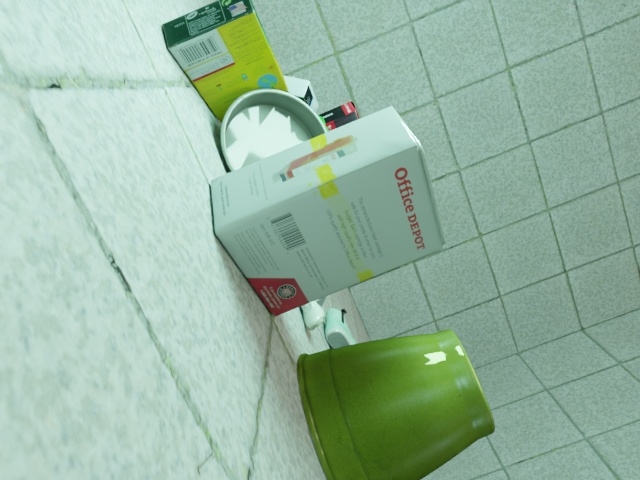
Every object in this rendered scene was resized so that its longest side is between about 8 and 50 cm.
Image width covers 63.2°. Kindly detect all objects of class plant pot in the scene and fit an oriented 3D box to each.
[{"bbox_3d":[0.180,0.371,1.166,0.366,0.352,0.367,-21,90,-85],"label":"plant pot"}]

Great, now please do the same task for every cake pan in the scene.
[{"bbox_3d":[-0.109,-0.224,1.273,0.054,0.293,0.294,-24,-93,59],"label":"cake pan"}]

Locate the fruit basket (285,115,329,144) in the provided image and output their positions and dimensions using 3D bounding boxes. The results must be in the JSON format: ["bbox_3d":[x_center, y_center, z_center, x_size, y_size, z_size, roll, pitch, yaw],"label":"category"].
[{"bbox_3d":[-0.094,-0.175,1.564,0.392,0.282,0.393,-166,-90,-70],"label":"fruit basket"}]

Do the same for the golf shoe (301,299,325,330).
[{"bbox_3d":[-0.039,0.177,1.441,0.086,0.069,0.176,44,12,-25],"label":"golf shoe"}]

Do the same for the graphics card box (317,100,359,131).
[{"bbox_3d":[-0.020,-0.297,1.794,0.094,0.370,0.233,-107,174,-51],"label":"graphics card box"}]

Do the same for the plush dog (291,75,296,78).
[{"bbox_3d":[-0.173,-0.506,1.967,0.262,0.225,0.211,41,51,-62],"label":"plush dog"}]

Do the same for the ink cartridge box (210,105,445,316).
[{"bbox_3d":[0.020,-0.048,1.024,0.161,0.384,0.279,-107,174,-46],"label":"ink cartridge box"}]

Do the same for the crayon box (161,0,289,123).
[{"bbox_3d":[-0.206,-0.411,1.231,0.318,0.202,0.081,61,9,-66],"label":"crayon box"}]

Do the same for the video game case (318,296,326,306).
[{"bbox_3d":[0.000,0.000,1.695,0.300,0.036,0.329,-107,-153,-43],"label":"video game case"}]

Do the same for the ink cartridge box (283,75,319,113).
[{"bbox_3d":[-0.179,-0.467,1.625,0.165,0.332,0.065,47,61,-74],"label":"ink cartridge box"}]

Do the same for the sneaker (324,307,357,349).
[{"bbox_3d":[0.089,0.344,1.797,0.151,0.094,0.256,-94,161,-55],"label":"sneaker"}]
